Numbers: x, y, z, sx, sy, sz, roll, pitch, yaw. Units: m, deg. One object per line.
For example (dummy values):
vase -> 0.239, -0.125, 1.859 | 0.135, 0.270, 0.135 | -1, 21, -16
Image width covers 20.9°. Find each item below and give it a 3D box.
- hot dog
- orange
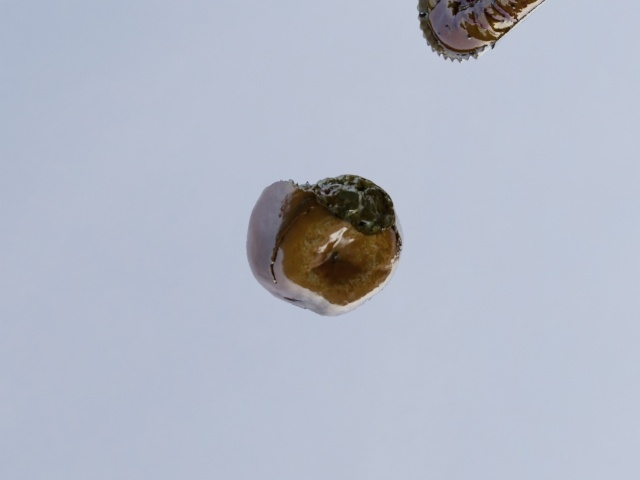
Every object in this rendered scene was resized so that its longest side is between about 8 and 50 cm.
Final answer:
hot dog -> 0.134, -0.206, 1.237 | 0.053, 0.192, 0.099 | -1, -127, -47
orange -> 0.000, 0.000, 0.929 | 0.086, 0.062, 0.086 | -8, -63, -16
